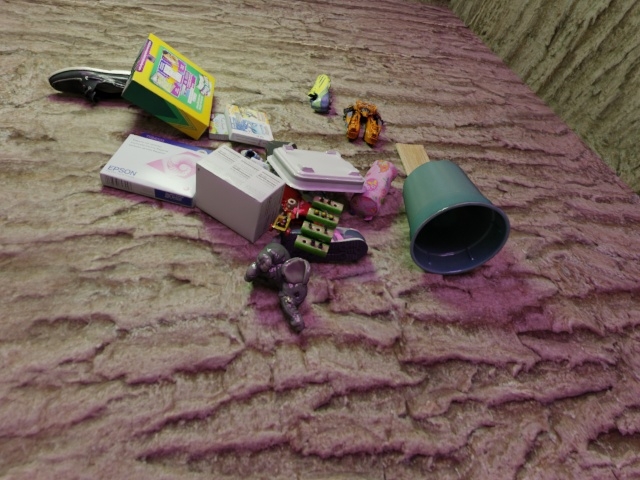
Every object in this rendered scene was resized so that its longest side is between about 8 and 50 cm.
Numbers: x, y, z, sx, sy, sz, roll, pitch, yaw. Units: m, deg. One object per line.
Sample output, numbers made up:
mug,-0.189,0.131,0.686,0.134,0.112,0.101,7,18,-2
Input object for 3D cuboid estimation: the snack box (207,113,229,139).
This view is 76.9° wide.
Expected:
snack box,-0.429,-0.486,1.720,0.100,0.037,0.141,-1,52,-20

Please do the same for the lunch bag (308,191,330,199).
lunch bag,0.001,-0.163,1.571,0.083,0.053,0.071,-5,54,-32

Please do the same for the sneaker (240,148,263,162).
sneaker,-0.280,-0.342,1.605,0.135,0.058,0.052,31,78,40

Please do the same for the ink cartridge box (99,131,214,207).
ink cartridge box,-0.576,-0.291,1.497,0.324,0.071,0.330,14,50,-4

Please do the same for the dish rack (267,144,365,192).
dish rack,-0.007,-0.277,1.515,0.333,0.072,0.285,0,34,-30

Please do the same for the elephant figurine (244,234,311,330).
elephant figurine,-0.102,0.128,1.255,0.239,0.186,0.169,35,6,0

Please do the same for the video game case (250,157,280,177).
video game case,-0.231,-0.220,1.527,0.143,0.019,0.157,24,76,4

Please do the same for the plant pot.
plant pot,0.462,-0.107,1.500,0.342,0.341,0.334,6,42,-12

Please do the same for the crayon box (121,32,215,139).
crayon box,-0.604,-0.630,1.655,0.313,0.106,0.362,29,40,-36

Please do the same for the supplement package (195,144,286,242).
supplement package,-0.280,-0.158,1.382,0.262,0.204,0.145,32,48,11

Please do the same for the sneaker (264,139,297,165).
sneaker,-0.199,-0.324,1.642,0.118,0.083,0.222,18,55,28

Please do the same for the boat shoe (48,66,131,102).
boat shoe,-0.908,-0.617,1.639,0.340,0.127,0.112,-6,76,-24

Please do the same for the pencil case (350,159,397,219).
pencil case,0.218,-0.209,1.634,0.124,0.124,0.284,26,50,5

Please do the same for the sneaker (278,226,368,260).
sneaker,0.000,0.000,1.418,0.319,0.112,0.131,7,30,-11

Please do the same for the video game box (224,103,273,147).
video game box,-0.307,-0.491,1.730,0.187,0.048,0.205,7,48,-32

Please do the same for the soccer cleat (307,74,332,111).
soccer cleat,-0.009,-0.754,2.032,0.121,0.093,0.289,1,50,-7

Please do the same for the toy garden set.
toy garden set,-0.043,-0.079,1.346,0.204,0.049,0.244,19,50,1

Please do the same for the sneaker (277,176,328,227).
sneaker,-0.100,-0.126,1.454,0.279,0.107,0.118,32,57,-7

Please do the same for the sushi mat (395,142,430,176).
sushi mat,0.455,-0.345,1.875,0.152,0.019,0.316,2,51,-16

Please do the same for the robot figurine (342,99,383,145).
robot figurine,0.211,-0.581,1.956,0.211,0.085,0.290,14,49,-6
